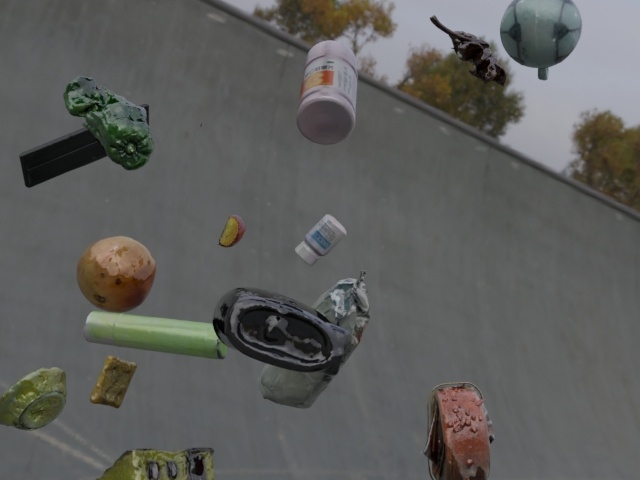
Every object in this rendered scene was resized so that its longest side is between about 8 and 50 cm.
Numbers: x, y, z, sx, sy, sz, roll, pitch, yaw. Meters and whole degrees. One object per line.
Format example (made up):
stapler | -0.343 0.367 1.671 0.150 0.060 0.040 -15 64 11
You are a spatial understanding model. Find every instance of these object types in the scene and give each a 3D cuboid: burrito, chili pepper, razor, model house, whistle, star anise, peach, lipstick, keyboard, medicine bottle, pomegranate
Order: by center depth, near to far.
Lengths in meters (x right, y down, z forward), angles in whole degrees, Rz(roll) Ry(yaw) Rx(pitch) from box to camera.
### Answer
chili pepper | -0.327 -0.193 1.206 0.099 0.083 0.253 10 22 -41
razor | -0.076 0.147 1.270 0.204 0.113 0.349 20 -9 -9
medicine bottle | 0.000 0.000 1.344 0.052 0.089 0.052 44 6 -6
model house | -0.284 0.505 1.354 0.193 0.175 0.234 16 47 -44
whistle | 0.412 -0.433 1.438 0.163 0.163 0.289 30 -33 45
keyboard | -0.412 -0.208 1.520 0.381 0.103 0.041 -23 61 -28
burrito | -0.001 0.214 1.555 0.101 0.445 0.139 -25 68 -45
lipstick | -0.341 0.198 1.606 0.304 0.076 0.076 5 3 11
star anise | 0.343 -0.419 1.710 0.177 0.073 0.234 50 24 19
medicine bottle | 0.019 -0.342 1.747 0.133 0.133 0.249 22 42 -14
pomegranate | -0.485 0.078 1.818 0.191 0.191 0.191 23 7 -3
peach | -0.217 -0.019 1.896 0.050 0.077 0.083 26 43 12

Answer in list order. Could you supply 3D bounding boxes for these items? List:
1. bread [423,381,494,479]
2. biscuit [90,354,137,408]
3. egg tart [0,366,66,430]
bread | 0.280 0.411 1.588 0.142 0.224 0.212 -3 -1 1
biscuit | -0.338 0.233 1.251 0.018 0.081 0.083 15 -14 22
egg tart | -0.705 0.398 1.889 0.078 0.197 0.197 41 14 28
